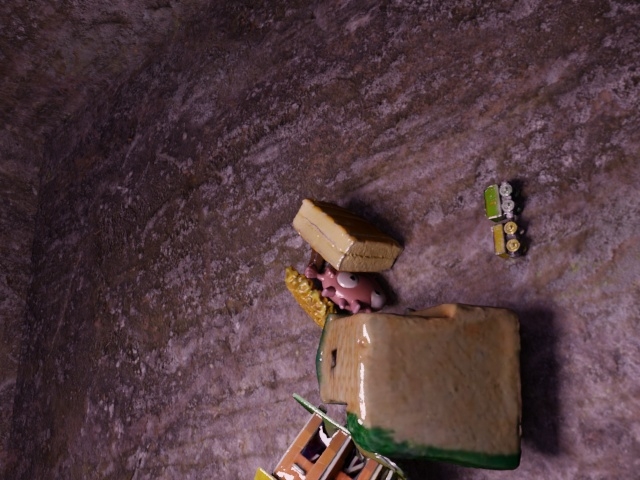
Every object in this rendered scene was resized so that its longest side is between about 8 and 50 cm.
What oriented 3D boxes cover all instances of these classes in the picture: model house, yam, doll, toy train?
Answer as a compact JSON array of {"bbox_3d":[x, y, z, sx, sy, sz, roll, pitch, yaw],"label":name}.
[{"bbox_3d":[0.201,0.309,1.123,0.342,0.382,0.334,145,132,-68],"label":"model house"},{"bbox_3d":[0.000,0.000,1.568,0.057,0.057,0.241,6,80,39],"label":"yam"},{"bbox_3d":[0.007,0.591,1.113,0.300,0.340,0.323,26,67,33],"label":"model house"},{"bbox_3d":[0.080,0.128,1.360,0.211,0.262,0.093,-73,10,-61],"label":"doll"},{"bbox_3d":[0.458,-0.050,1.231,0.081,0.060,0.202,-16,66,40],"label":"toy train"}]

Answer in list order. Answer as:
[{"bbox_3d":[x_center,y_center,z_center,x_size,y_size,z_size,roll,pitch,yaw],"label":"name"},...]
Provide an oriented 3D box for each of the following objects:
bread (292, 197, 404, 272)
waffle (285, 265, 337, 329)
[{"bbox_3d":[0.077,-0.014,1.399,0.239,0.246,0.111,43,113,39],"label":"bread"},{"bbox_3d":[-0.034,0.164,1.433,0.057,0.219,0.229,-40,51,-13],"label":"waffle"}]
